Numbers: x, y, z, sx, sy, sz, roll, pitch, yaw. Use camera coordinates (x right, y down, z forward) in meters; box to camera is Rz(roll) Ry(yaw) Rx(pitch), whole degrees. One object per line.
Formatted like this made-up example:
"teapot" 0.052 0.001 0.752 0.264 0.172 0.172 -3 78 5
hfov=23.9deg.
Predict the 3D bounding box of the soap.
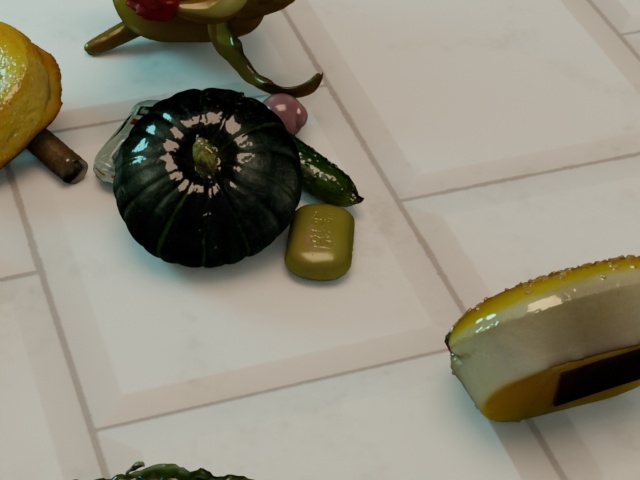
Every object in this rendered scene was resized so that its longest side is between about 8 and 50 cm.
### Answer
"soap" 0.000 -0.001 2.005 0.089 0.045 0.140 2 41 4

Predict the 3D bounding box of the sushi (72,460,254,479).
"sushi" -0.157 0.365 1.484 0.352 0.178 0.294 0 39 0

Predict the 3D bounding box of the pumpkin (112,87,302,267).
"pumpkin" -0.148 -0.085 1.972 0.250 0.216 0.249 0 75 1

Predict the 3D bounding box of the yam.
"yam" -0.451 -0.175 2.170 0.327 0.045 0.045 35 28 31

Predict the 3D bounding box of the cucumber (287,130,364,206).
"cucumber" -0.030 -0.105 2.106 0.227 0.069 0.069 34 50 25

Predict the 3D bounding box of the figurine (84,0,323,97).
"figurine" -0.195 -0.389 2.208 0.401 0.268 0.387 20 -7 -29

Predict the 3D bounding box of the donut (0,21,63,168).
"donut" -0.485 -0.197 2.110 0.253 0.118 0.253 -7 54 10

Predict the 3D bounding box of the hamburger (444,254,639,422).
"hamburger" 0.292 0.104 1.781 0.295 0.227 0.151 -9 66 -18

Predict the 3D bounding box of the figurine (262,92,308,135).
"figurine" -0.060 -0.179 2.185 0.083 0.067 0.071 -14 22 4

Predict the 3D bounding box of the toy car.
"toy car" -0.248 -0.142 2.139 0.095 0.056 0.205 14 43 13
